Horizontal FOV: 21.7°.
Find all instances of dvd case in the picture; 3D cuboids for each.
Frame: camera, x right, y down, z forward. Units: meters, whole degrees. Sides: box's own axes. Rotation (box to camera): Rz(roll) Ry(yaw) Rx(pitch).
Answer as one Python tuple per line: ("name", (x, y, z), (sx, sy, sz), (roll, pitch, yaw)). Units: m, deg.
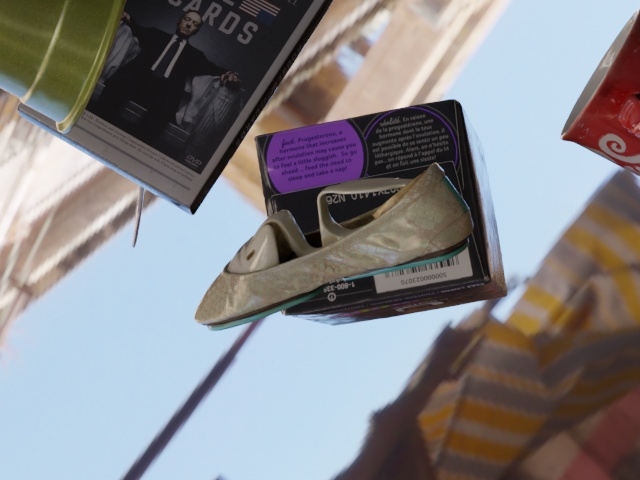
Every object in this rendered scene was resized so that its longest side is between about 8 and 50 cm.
("dvd case", (-0.122, -0.164, 1.450), (0.179, 0.029, 0.238), (30, -103, 10))

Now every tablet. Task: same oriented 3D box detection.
("tablet", (-0.183, -0.032, 1.687), (0.006, 0.083, 0.054), (7, -115, -8))

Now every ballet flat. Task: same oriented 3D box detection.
("ballet flat", (0.000, 0.000, 0.870), (0.052, 0.168, 0.057), (65, -155, -13))

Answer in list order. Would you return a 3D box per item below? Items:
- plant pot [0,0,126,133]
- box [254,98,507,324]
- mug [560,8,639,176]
("plant pot", (-0.120, -0.092, 0.624), (0.079, 0.083, 0.083), (19, -135, -19))
("box", (0.057, -0.013, 1.364), (0.165, 0.270, 0.143), (-10, -96, 9))
("mug", (0.275, -0.071, 1.243), (0.169, 0.113, 0.150), (31, -135, 0))
